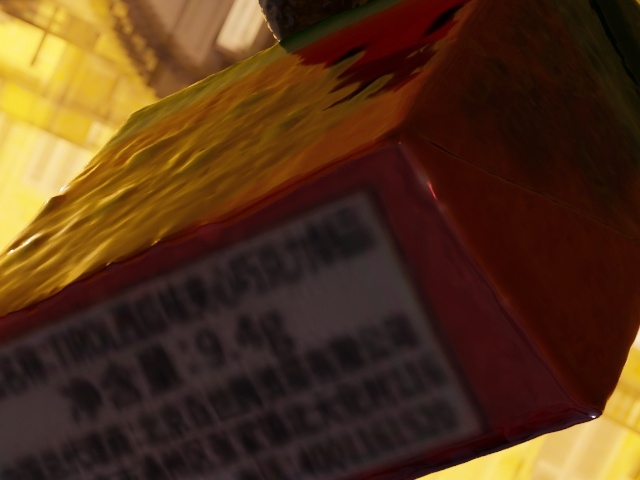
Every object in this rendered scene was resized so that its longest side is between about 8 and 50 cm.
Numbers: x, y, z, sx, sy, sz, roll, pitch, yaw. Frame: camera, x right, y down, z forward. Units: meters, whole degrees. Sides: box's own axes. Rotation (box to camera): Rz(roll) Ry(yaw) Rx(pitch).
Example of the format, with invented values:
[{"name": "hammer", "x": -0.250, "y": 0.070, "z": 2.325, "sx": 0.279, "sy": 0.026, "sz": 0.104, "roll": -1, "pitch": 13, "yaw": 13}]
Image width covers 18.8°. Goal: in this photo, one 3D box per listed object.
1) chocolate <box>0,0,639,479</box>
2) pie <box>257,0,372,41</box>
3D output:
[{"name": "chocolate", "x": 0.000, "y": 0.000, "z": 0.999, "sx": 0.161, "sy": 0.360, "sz": 0.341, "roll": 58, "pitch": -149, "yaw": -15}, {"name": "pie", "x": 0.058, "y": -0.171, "z": 1.162, "sx": 0.195, "sy": 0.195, "sz": 0.046, "roll": 24, "pitch": -173, "yaw": -14}]
